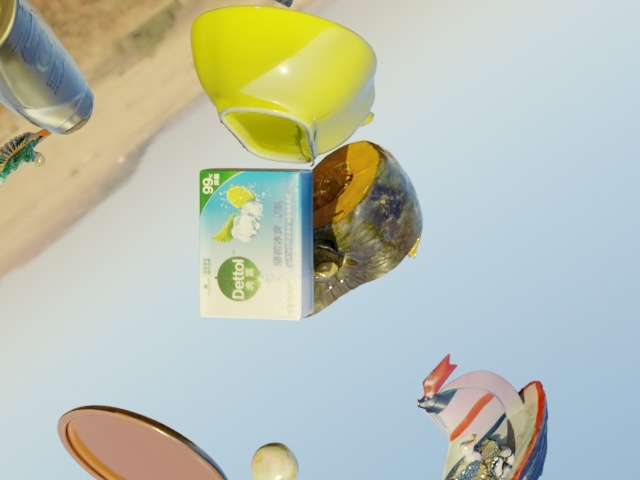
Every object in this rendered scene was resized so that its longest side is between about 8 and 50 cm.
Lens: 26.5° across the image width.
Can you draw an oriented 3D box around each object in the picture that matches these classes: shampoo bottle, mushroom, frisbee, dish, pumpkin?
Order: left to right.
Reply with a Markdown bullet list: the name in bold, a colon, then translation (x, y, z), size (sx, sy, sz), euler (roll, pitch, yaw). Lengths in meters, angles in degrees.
- **shampoo bottle**: translation (-0.392, -0.232, 1.842), size (0.350, 0.084, 0.125), euler (65, 40, -72)
- **frisbee**: translation (-0.225, 0.287, 1.755), size (0.251, 0.251, 0.021), euler (-28, -150, 49)
- **mushroom**: translation (-0.069, 0.356, 2.128), size (0.067, 0.083, 0.083), euler (11, 153, -38)
- **dish**: translation (-0.046, -0.162, 1.588), size (0.262, 0.221, 0.108), euler (66, 36, -66)
- **pumpkin**: translation (0.000, 0.000, 2.009), size (0.317, 0.139, 0.222), euler (-28, -142, 19)

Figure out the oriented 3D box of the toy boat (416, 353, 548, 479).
- **toy boat**: translation (0.217, 0.236, 1.778), size (0.072, 0.318, 0.219), euler (20, -132, 44)

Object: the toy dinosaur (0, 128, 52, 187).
- **toy dinosaur**: translation (-0.445, -0.133, 2.013), size (0.187, 0.044, 0.106), euler (-43, 168, 8)

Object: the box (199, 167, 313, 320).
- **box**: translation (-0.083, 0.002, 1.778), size (0.139, 0.194, 0.073), euler (1, -174, 14)

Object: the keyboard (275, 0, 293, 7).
- **keyboard**: translation (-0.075, -0.481, 2.122), size (0.018, 0.101, 0.310), euler (-58, 171, -27)
